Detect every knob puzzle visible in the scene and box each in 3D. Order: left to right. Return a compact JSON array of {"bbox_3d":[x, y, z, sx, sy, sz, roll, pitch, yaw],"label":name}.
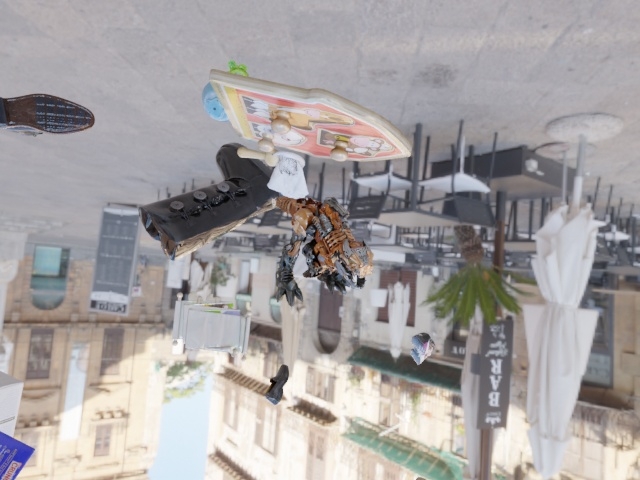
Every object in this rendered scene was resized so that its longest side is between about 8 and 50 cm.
[{"bbox_3d":[-0.003,-0.104,0.486,0.213,0.030,0.213,12,175,1],"label":"knob puzzle"}]

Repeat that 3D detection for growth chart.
[{"bbox_3d":[-0.310,0.243,1.374,0.237,0.172,0.021,16,162,-19],"label":"growth chart"}]

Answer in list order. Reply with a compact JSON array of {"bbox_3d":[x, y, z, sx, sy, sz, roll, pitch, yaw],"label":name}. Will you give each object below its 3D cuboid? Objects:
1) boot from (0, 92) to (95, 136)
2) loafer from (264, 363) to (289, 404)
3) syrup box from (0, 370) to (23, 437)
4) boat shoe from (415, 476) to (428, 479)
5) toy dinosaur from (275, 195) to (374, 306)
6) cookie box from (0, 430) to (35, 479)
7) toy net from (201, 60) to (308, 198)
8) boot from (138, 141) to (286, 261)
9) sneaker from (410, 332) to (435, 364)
[{"bbox_3d":[-0.588,-0.258,0.988,0.219,0.082,0.106,-1,-172,-24],"label":"boot"},{"bbox_3d":[-0.167,0.547,1.844,0.061,0.170,0.062,38,127,-18],"label":"loafer"},{"bbox_3d":[-0.726,0.408,1.012,0.093,0.237,0.096,15,-177,19],"label":"syrup box"},{"bbox_3d":[0.179,0.654,0.997,0.098,0.302,0.109,18,148,30],"label":"boat shoe"},{"bbox_3d":[0.000,0.000,0.944,0.164,0.219,0.322,4,-150,-12],"label":"toy dinosaur"},{"bbox_3d":[-0.483,0.316,0.669,0.107,0.092,0.040,37,126,-13],"label":"cookie box"},{"bbox_3d":[-0.085,-0.170,0.759,0.122,0.045,0.232,-30,114,32],"label":"toy net"},{"bbox_3d":[-0.381,-0.148,1.551,0.445,0.146,0.367,-32,-130,-32],"label":"boot"},{"bbox_3d":[0.360,0.358,1.643,0.077,0.072,0.178,-29,152,-17],"label":"sneaker"}]
